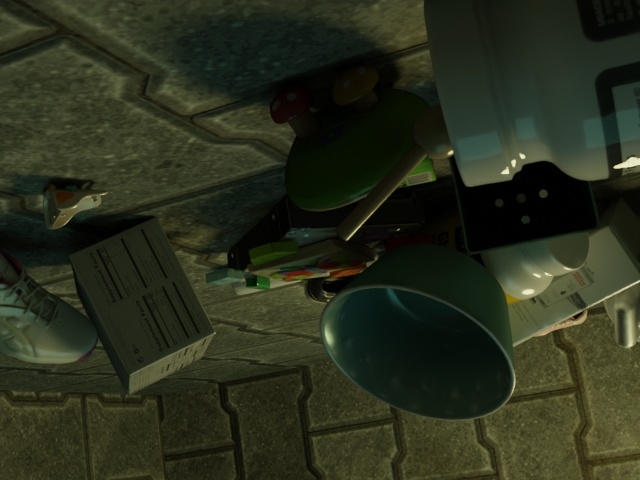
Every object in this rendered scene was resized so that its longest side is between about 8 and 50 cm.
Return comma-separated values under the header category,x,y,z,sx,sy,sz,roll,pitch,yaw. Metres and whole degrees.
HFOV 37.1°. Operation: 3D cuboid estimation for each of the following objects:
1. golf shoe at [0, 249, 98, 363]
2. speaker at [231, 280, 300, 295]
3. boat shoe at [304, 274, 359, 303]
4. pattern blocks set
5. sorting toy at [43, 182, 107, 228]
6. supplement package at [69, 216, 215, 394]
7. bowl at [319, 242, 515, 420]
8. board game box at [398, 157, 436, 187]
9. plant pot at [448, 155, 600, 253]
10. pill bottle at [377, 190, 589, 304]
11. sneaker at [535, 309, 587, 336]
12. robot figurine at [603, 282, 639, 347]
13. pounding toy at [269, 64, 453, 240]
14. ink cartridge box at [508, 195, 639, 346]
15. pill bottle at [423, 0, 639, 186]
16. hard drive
category,x,y,z,sx,sy,sz,roll,pitch,yaw
golf shoe,-0.462,0.089,1.416,0.306,0.115,0.140,27,137,-23
speaker,-0.100,0.066,1.828,0.136,0.055,0.055,-13,166,20
boat shoe,0.069,0.109,2.070,0.206,0.075,0.065,4,165,-28
pattern blocks set,-0.010,0.036,1.557,0.325,0.026,0.285,-19,163,38
sorting toy,-0.319,-0.052,1.250,0.075,0.044,0.083,-10,168,-28
supplement package,-0.287,0.112,1.521,0.145,0.204,0.262,-26,171,-18
bowl,0.171,0.124,1.498,0.312,0.163,0.311,16,138,15
board game box,0.082,-0.113,1.254,0.124,0.039,0.259,-11,169,8
plant pot,0.274,-0.071,1.301,0.166,0.165,0.234,-12,174,12
pill bottle,0.271,0.024,1.609,0.188,0.187,0.334,4,161,-42
sneaker,0.473,0.155,1.921,0.134,0.051,0.070,-13,163,1
robot figurine,0.675,0.067,1.846,0.300,0.199,0.353,15,-136,31
pounding toy,0.027,-0.122,1.003,0.183,0.110,0.237,-37,-154,-3
ink cartridge box,0.447,0.055,1.734,0.283,0.117,0.207,-33,-177,29
pill bottle,0.281,-0.167,0.792,0.363,0.210,0.210,-12,166,14
hard drive,0.000,0.000,1.610,0.237,0.064,0.339,-3,164,-23
